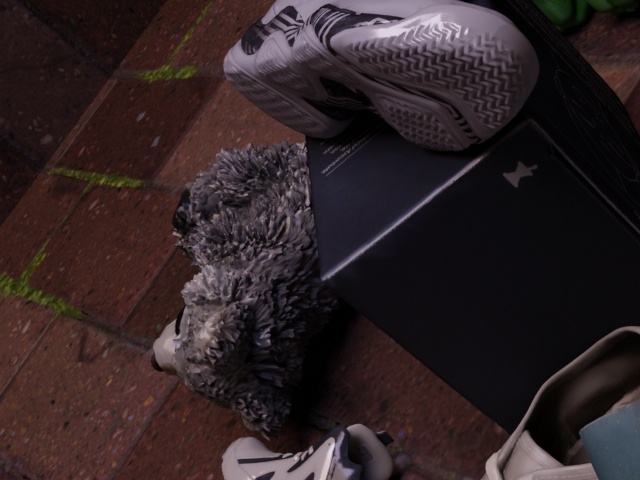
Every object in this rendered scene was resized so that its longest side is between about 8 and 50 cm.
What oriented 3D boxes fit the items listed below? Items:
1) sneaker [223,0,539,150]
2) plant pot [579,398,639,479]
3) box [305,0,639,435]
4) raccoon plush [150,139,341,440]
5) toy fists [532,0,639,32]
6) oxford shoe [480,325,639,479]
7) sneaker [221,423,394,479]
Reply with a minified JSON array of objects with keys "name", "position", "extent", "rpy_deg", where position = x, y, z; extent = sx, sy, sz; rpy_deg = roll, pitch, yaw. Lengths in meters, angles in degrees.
[{"name":"sneaker","position":[0.066,-0.191,0.970],"extent":[0.210,0.137,0.366],"rpy_deg":[-58,26,-11]},{"name":"plant pot","position":[0.318,0.159,0.713],"extent":[0.290,0.290,0.196],"rpy_deg":[-28,70,35]},{"name":"box","position":[0.158,-0.058,1.139],"extent":[0.212,0.293,0.395],"rpy_deg":[-38,29,21]},{"name":"raccoon plush","position":[0.000,0.000,1.371],"extent":[0.446,0.216,0.299],"rpy_deg":[-42,28,13]},{"name":"toy fists","position":[0.310,-0.312,1.447],"extent":[0.279,0.096,0.142],"rpy_deg":[-8,39,53]},{"name":"oxford shoe","position":[0.151,0.236,0.967],"extent":[0.449,0.130,0.169],"rpy_deg":[-49,30,3]},{"name":"sneaker","position":[0.001,0.228,1.229],"extent":[0.153,0.094,0.235],"rpy_deg":[-45,26,0]}]
